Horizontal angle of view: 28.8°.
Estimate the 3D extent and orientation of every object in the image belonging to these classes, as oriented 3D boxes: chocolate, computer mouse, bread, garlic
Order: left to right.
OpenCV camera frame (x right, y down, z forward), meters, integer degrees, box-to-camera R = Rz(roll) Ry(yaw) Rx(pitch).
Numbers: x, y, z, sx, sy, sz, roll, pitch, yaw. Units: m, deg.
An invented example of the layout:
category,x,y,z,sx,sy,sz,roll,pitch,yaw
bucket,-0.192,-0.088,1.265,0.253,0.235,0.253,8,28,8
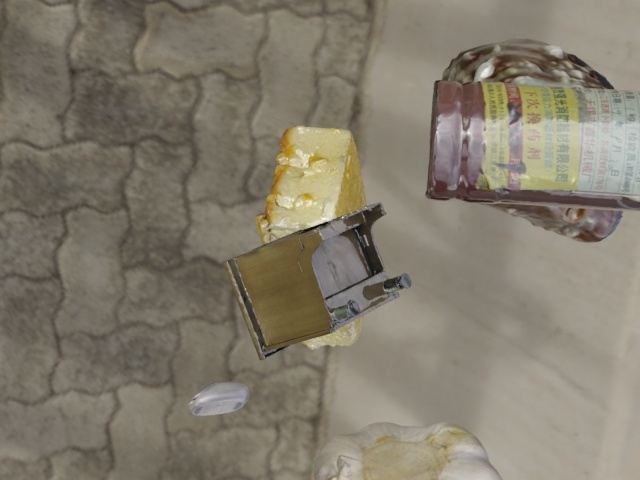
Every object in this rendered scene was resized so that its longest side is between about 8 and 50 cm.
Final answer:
category,x,y,z,sx,sy,sz,roll,pitch,yaw
computer mouse,-0.156,0.238,1.905,0.096,0.039,0.066,-4,152,-23
bread,0.000,0.000,1.688,0.275,0.114,0.185,73,25,-50
garlic,0.094,0.302,1.371,0.228,0.228,0.152,-28,141,-21
chocolate,0.277,-0.157,1.750,0.210,0.340,0.225,12,125,-30

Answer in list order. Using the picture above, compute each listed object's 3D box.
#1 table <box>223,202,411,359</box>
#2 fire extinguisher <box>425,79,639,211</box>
category,x,y,z,sx,sy,sz,roll,pitch,yaw
table,0.002,0.025,0.815,0.083,0.082,0.070,-23,92,-49
fire extinguisher,0.192,-0.054,0.768,0.252,0.106,0.075,3,90,3
